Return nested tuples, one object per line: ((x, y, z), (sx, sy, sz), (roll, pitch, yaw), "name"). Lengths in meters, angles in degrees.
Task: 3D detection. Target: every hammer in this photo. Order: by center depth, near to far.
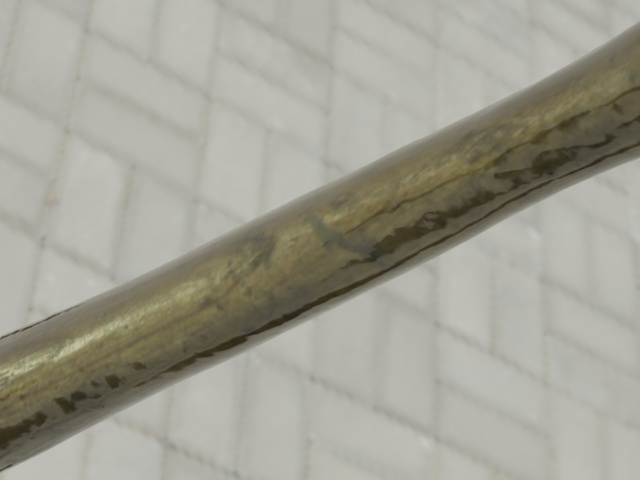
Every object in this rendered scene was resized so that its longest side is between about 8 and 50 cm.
((0.000, 0.000, 0.551), (0.044, 0.440, 0.168), (53, 39, -13), "hammer")
